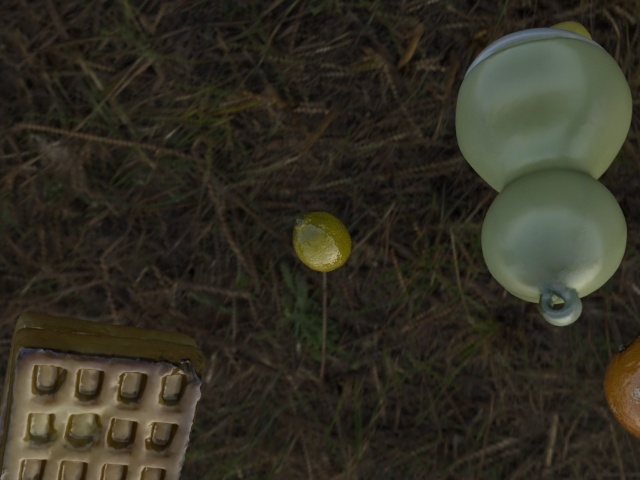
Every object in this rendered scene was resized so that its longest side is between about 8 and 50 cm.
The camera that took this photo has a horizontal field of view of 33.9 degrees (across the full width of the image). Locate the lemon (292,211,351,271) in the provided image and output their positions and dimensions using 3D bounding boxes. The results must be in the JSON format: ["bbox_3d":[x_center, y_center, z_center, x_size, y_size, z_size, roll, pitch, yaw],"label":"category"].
[{"bbox_3d":[0.000,0.000,1.142,0.062,0.062,0.083,-32,126,24],"label":"lemon"}]

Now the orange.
[{"bbox_3d":[0.523,0.214,1.596,0.193,0.193,0.161,-39,77,25],"label":"orange"}]

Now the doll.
[{"bbox_3d":[0.177,-0.058,0.822,0.141,0.296,0.117,-7,147,17],"label":"doll"}]

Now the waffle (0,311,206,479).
[{"bbox_3d":[-0.268,0.254,1.201,0.224,0.098,0.327,9,108,-17],"label":"waffle"}]
